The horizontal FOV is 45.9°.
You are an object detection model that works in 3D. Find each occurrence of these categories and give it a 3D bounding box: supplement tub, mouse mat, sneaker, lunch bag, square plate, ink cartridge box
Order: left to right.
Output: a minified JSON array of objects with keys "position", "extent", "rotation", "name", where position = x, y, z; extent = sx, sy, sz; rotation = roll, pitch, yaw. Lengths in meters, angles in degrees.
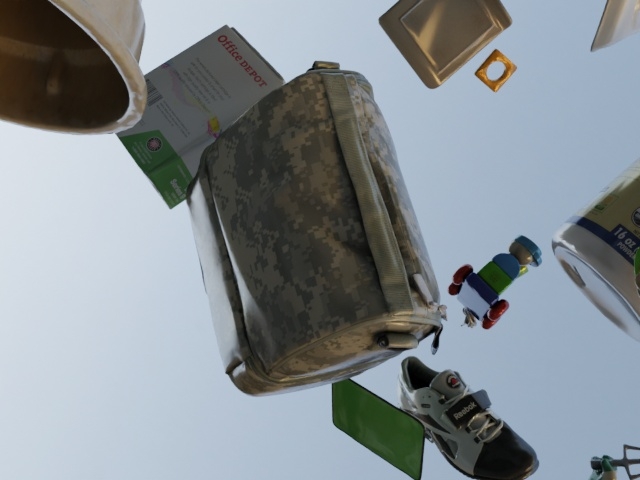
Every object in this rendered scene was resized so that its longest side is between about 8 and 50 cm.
[{"position":[-0.159,-0.166,0.998],"extent":[0.212,0.093,0.154],"rotation":[-36,-121,-7],"name":"ink cartridge box"},{"position":[0.000,0.000,0.805],"extent":[0.256,0.213,0.305],"rotation":[132,-52,-59],"name":"lunch bag"},{"position":[0.091,0.303,1.240],"extent":[0.190,0.007,0.152],"rotation":[26,-44,30],"name":"mouse mat"},{"position":[0.254,0.322,1.398],"extent":[0.330,0.122,0.146],"rotation":[25,-47,46],"name":"sneaker"},{"position":[0.554,-0.482,1.207],"extent":[0.049,0.347,0.344],"rotation":[26,-58,25],"name":"square plate"},{"position":[0.525,-0.024,1.095],"extent":[0.316,0.228,0.228],"rotation":[-41,-116,0],"name":"supplement tub"}]

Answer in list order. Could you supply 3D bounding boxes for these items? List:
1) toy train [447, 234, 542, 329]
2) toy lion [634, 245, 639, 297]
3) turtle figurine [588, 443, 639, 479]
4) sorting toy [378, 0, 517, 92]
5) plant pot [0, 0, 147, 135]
[{"position":[0.311,0.079,1.355],"extent":[0.143,0.248,0.105],"rotation":[-41,-105,-8],"name":"toy train"},{"position":[0.391,0.014,0.813],"extent":[0.100,0.034,0.096],"rotation":[-7,-122,27],"name":"toy lion"},{"position":[0.251,0.266,0.678],"extent":[0.234,0.175,0.118],"rotation":[-20,-103,6],"name":"turtle figurine"},{"position":[0.226,-0.400,1.375],"extent":[0.196,0.347,0.047],"rotation":[-38,-149,11],"name":"sorting toy"},{"position":[-0.240,-0.289,0.551],"extent":[0.334,0.334,0.305],"rotation":[9,-106,29],"name":"plant pot"}]
